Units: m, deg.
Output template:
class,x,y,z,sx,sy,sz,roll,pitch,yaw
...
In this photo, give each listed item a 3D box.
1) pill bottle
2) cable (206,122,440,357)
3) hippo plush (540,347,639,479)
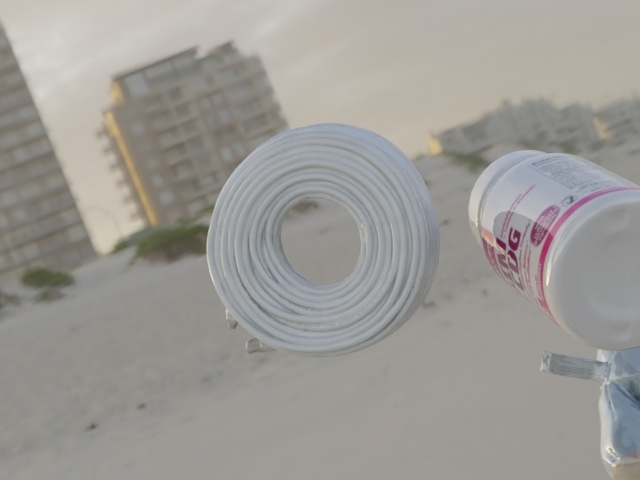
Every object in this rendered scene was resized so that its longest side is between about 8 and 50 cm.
class,x,y,z,sx,sy,sz,roll,pitch,yaw
pill bottle,0.261,-0.002,1.474,0.160,0.160,0.283,-22,18,-6
cable,0.000,0.000,1.551,0.257,0.257,0.089,-4,2,16
hippo plush,0.432,0.242,1.836,0.294,0.234,0.236,15,-27,20
